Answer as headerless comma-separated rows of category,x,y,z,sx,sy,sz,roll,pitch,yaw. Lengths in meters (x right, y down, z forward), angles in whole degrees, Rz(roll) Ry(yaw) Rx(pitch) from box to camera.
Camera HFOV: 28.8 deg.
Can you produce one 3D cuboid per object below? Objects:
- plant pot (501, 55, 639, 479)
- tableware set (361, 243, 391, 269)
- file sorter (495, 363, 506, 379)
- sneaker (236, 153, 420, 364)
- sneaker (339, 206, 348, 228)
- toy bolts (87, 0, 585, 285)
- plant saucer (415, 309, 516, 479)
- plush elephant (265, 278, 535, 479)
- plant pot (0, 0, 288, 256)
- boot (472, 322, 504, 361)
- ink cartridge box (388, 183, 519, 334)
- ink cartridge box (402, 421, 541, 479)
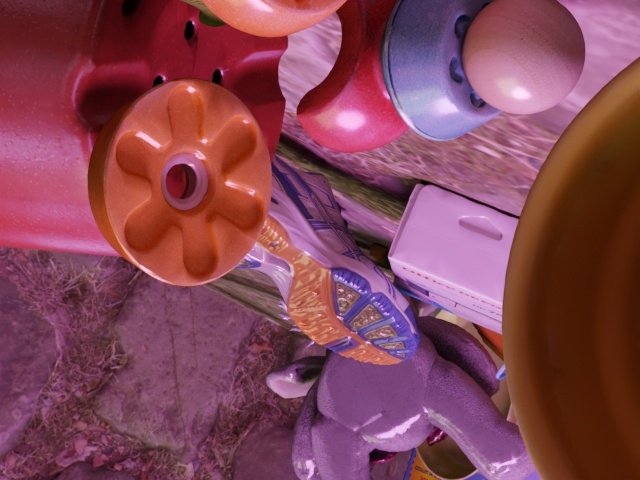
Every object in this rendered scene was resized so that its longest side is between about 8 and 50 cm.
plant pot,0.248,0.041,0.562,0.254,0.254,0.239,17,-176,39
tableware set,0.023,0.000,1.588,0.154,0.024,0.104,18,173,28
file sorter,0.267,0.146,1.176,0.170,0.104,0.118,52,141,21
sneaker,0.000,0.000,1.208,0.112,0.131,0.296,-25,123,38
sneaker,-0.039,-0.027,1.384,0.130,0.109,0.286,12,176,11
toy bolts,0.014,-0.079,0.600,0.229,0.218,0.158,7,179,-43
plant saucer,0.192,0.190,1.605,0.037,0.240,0.241,12,177,-25
plush elephant,0.079,0.172,1.507,0.330,0.272,0.255,58,-169,3
plant pot,-0.179,-0.106,0.751,0.265,0.272,0.272,10,166,27
boot,0.262,0.106,1.353,0.211,0.104,0.295,42,157,20
ink cartridge box,0.145,0.024,1.201,0.140,0.082,0.190,23,173,11
ink cartridge box,0.243,0.318,1.656,0.151,0.395,0.270,19,174,-25
